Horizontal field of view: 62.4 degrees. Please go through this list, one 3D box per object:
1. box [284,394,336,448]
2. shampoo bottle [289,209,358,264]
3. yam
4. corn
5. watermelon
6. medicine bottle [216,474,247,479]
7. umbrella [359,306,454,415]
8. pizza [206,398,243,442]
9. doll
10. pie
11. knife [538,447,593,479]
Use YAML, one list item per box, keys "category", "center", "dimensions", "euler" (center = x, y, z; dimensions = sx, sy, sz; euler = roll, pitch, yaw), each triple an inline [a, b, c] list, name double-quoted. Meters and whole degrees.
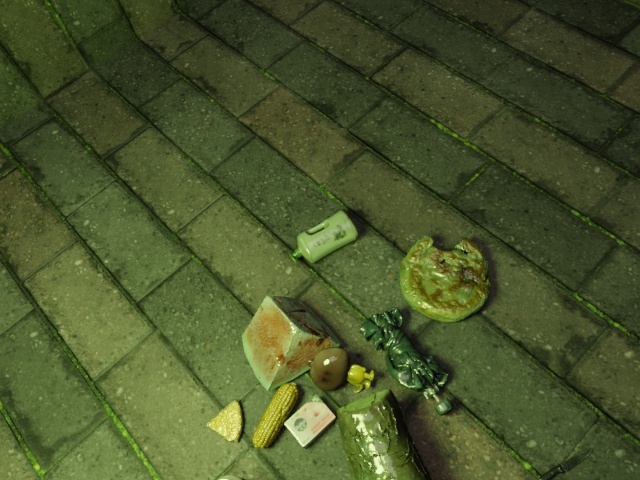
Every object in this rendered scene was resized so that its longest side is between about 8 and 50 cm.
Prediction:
- category: "box"
  center: [-0.027, 0.515, 1.503]
  dimensions: [0.125, 0.043, 0.089]
  euler: [-40, 63, -15]
- category: "shampoo bottle"
  center: [0.000, 0.000, 1.762]
  dimensions: [0.234, 0.087, 0.118]
  euler: [-30, 64, -9]
- category: "yam"
  center: [0.163, 0.545, 1.385]
  dimensions: [0.202, 0.201, 0.271]
  euler: [-17, 54, -3]
- category: "corn"
  center: [-0.126, 0.498, 1.512]
  dimensions: [0.068, 0.068, 0.207]
  euler: [25, 67, 20]
- category: "watermelon"
  center: [-0.107, 0.290, 1.549]
  dimensions: [0.261, 0.201, 0.213]
  euler: [-37, 63, -11]
- category: "medicine bottle"
  center: [-0.227, 0.665, 1.360]
  dimensions: [0.107, 0.191, 0.107]
  euler: [-3, 61, 6]
- category: "umbrella"
  center: [0.260, 0.348, 1.533]
  dimensions: [0.143, 0.094, 0.349]
  euler: [-34, 64, -6]
- category: "pizza"
  center: [-0.278, 0.527, 1.540]
  dimensions: [0.108, 0.026, 0.123]
  euler: [-7, 63, 7]
- category: "doll"
  center: [0.054, 0.385, 1.534]
  dimensions: [0.188, 0.145, 0.096]
  euler: [35, 27, -13]
- category: "pie"
  center: [0.390, 0.116, 1.660]
  dimensions: [0.302, 0.067, 0.302]
  euler: [-2, 60, 4]
- category: "knife"
  center: [0.649, 0.592, 1.392]
  dimensions: [0.170, 0.010, 0.023]
  euler: [-27, 61, -9]
